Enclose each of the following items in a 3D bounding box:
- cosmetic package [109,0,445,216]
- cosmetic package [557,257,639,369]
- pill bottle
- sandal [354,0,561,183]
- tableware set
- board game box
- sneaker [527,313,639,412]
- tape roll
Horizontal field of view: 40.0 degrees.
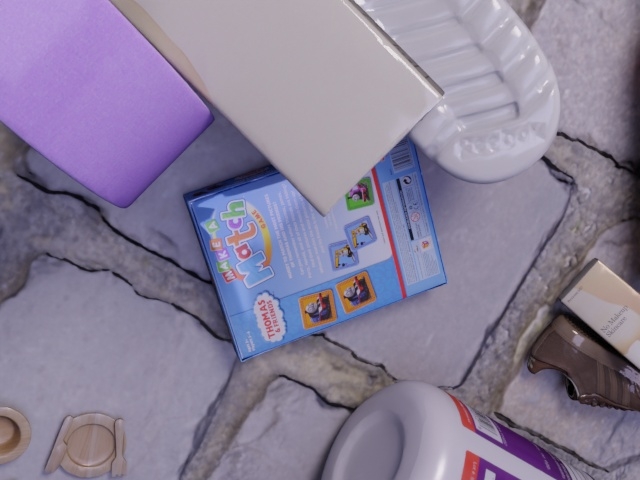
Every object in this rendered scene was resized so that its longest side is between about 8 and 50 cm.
[{"bbox_3d":[-0.059,-0.172,0.614,0.113,0.160,0.309,-44,91,13],"label":"cosmetic package"},{"bbox_3d":[0.305,0.076,0.893,0.115,0.041,0.060,40,97,7],"label":"cosmetic package"},{"bbox_3d":[0.168,0.279,0.859,0.323,0.181,0.181,32,93,-22],"label":"pill bottle"},{"bbox_3d":[0.046,-0.230,0.724,0.169,0.102,0.416,-28,95,10],"label":"sandal"},{"bbox_3d":[-0.261,0.214,0.791,0.169,0.020,0.141,15,100,-21],"label":"tableware set"},{"bbox_3d":[0.000,0.000,0.806,0.212,0.039,0.160,-20,110,-12],"label":"board game box"},{"bbox_3d":[0.300,0.146,0.939,0.188,0.066,0.071,33,110,-18],"label":"sneaker"},{"bbox_3d":[-0.197,-0.147,0.575,0.090,0.275,0.275,-46,113,-1],"label":"tape roll"}]
